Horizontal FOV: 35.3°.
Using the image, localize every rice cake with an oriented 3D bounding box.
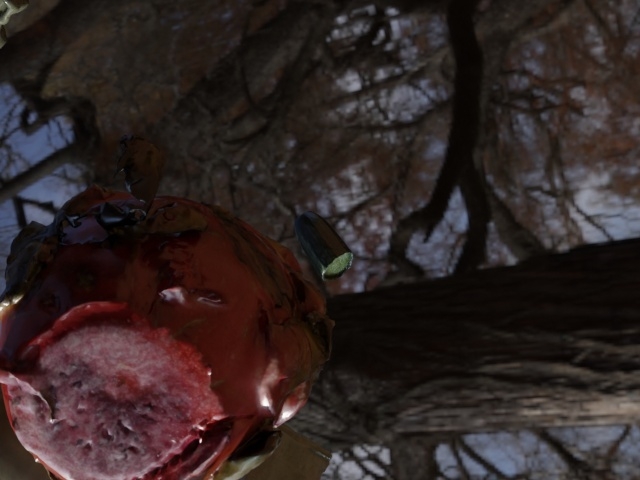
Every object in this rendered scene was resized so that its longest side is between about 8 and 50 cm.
[{"bbox_3d":[-0.067,0.282,0.972,0.085,0.040,0.226,35,-125,-11],"label":"rice cake"}]

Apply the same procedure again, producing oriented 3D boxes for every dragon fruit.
[{"bbox_3d":[-0.128,0.070,0.822,0.269,0.250,0.291,50,-162,-9],"label":"dragon fruit"}]

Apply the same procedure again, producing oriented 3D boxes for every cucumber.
[{"bbox_3d":[0.000,0.000,1.214,0.048,0.048,0.105,37,-165,-51],"label":"cucumber"}]

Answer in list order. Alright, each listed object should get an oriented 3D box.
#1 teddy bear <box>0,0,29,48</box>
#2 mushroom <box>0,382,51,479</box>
[{"bbox_3d":[-0.366,-0.219,0.675,0.357,0.367,0.224,30,-126,-4],"label":"teddy bear"},{"bbox_3d":[-0.290,0.205,1.070,0.207,0.215,0.207,0,-90,-41],"label":"mushroom"}]
